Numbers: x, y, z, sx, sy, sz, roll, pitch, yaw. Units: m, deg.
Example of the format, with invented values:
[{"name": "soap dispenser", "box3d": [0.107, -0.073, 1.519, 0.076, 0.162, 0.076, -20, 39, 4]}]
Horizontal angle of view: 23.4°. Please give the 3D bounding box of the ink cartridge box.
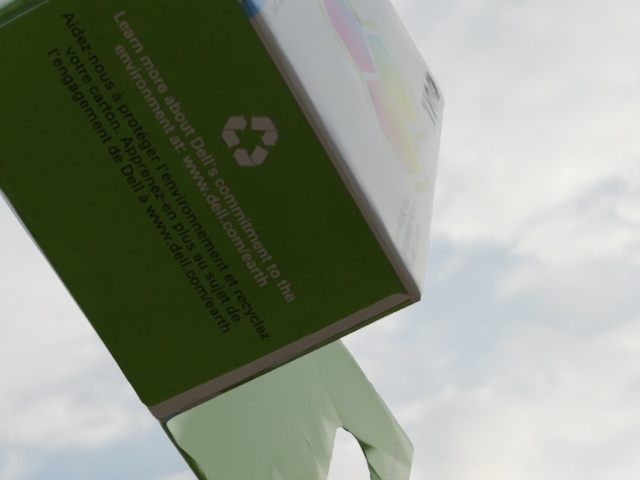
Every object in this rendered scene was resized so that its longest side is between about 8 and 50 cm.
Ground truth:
[{"name": "ink cartridge box", "box3d": [0.000, 0.000, 0.527, 0.097, 0.189, 0.255, -27, -73, 16]}]
